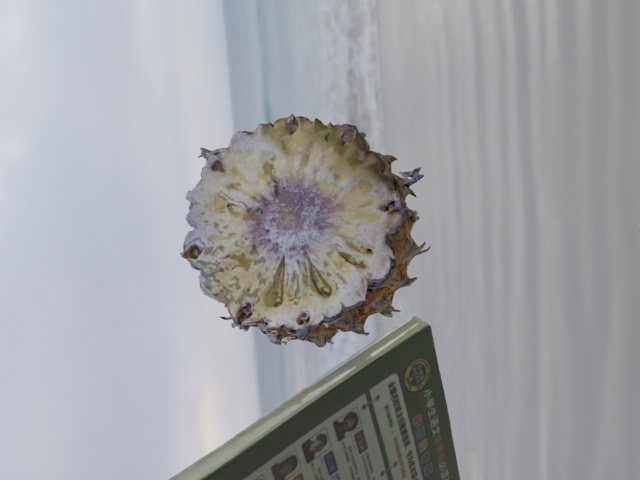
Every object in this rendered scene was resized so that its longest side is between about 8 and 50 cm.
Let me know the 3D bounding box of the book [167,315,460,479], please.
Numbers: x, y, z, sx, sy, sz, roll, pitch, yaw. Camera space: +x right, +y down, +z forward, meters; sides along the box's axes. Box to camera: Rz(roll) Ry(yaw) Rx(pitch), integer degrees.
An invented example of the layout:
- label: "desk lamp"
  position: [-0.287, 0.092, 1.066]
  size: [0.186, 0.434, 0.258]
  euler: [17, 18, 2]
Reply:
- label: "book"
  position: [0.001, 0.205, 0.760]
  size: [0.027, 0.264, 0.202]
  euler: [25, 138, 49]

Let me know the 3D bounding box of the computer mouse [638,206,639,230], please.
- label: "computer mouse"
  position: [0.502, -0.128, 1.022]
  size: [0.145, 0.429, 0.228]
  euler: [50, 154, -1]

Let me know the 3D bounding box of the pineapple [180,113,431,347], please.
- label: "pineapple"
  position: [-0.002, 0.003, 0.723]
  size: [0.137, 0.176, 0.162]
  euler: [42, -131, -70]
